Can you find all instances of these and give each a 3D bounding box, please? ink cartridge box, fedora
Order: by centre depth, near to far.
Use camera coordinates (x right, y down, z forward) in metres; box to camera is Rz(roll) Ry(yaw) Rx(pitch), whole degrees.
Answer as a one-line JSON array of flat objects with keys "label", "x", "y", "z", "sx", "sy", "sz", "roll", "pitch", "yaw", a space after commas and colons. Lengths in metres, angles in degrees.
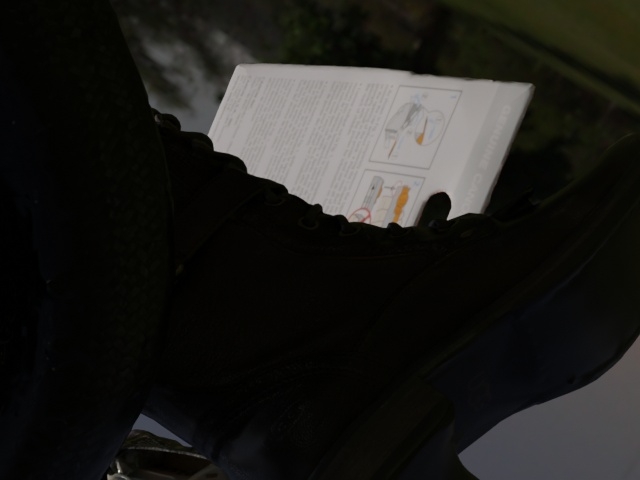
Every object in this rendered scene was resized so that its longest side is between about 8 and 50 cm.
[{"label": "fedora", "x": -0.212, "y": -0.024, "z": 0.526, "sx": 0.334, "sy": 0.334, "sz": 0.152, "roll": 31, "pitch": -175, "yaw": -14}, {"label": "ink cartridge box", "x": 0.008, "y": 0.017, "z": 1.252, "sx": 0.091, "sy": 0.308, "sz": 0.385, "roll": 29, "pitch": 170, "yaw": -36}]

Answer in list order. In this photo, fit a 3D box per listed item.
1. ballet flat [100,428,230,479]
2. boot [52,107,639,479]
[{"label": "ballet flat", "x": -0.053, "y": 0.107, "z": 0.673, "sx": 0.114, "sy": 0.041, "sz": 0.041, "roll": 4, "pitch": 169, "yaw": 37}, {"label": "boot", "x": 0.000, "y": 0.000, "z": 0.646, "sx": 0.229, "sy": 0.263, "sz": 0.091, "roll": 32, "pitch": 151, "yaw": 32}]
